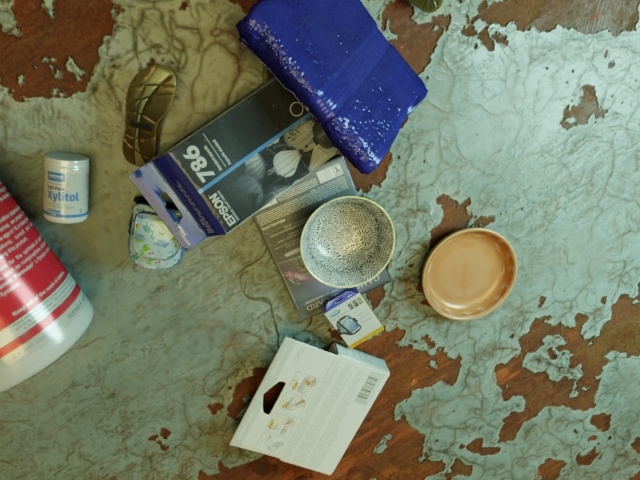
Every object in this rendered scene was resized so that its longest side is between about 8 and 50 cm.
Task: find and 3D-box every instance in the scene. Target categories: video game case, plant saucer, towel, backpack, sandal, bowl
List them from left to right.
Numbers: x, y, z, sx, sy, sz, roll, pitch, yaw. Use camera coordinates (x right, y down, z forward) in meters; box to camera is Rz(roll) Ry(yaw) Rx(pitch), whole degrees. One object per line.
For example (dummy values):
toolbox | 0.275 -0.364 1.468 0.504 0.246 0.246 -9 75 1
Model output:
sandal | -0.285 -0.209 0.922 0.072 0.049 0.180 18 119 -10
backpack | -0.283 -0.007 0.968 0.105 0.084 0.114 10 109 -11
video game case | 0.000 0.000 1.052 0.196 0.026 0.274 -24 112 -1
towel | 0.025 -0.283 0.900 0.308 0.076 0.227 47 59 -21
bowl | 0.042 -0.008 1.001 0.170 0.080 0.170 -3 110 -9
plant saucer | 0.296 0.065 1.119 0.200 0.037 0.199 -3 110 -9

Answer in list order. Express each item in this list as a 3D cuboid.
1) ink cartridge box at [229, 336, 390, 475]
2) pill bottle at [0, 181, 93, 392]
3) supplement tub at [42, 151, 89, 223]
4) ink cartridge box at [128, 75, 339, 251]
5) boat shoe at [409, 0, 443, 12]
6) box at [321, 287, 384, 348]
ink cartridge box | -0.025 0.333 1.144 0.239 0.060 0.275 23 104 -16
pill bottle | -0.560 0.020 0.852 0.229 0.229 0.407 -27 111 0
supplement tub | -0.422 -0.087 0.923 0.071 0.071 0.107 5 108 -12
ink cartridge box | -0.129 -0.134 0.920 0.333 0.065 0.165 -38 112 -11
boat shoe | 0.136 -0.434 0.914 0.152 0.049 0.056 34 119 -23
box | 0.061 0.148 1.095 0.081 0.028 0.136 -31 123 4
